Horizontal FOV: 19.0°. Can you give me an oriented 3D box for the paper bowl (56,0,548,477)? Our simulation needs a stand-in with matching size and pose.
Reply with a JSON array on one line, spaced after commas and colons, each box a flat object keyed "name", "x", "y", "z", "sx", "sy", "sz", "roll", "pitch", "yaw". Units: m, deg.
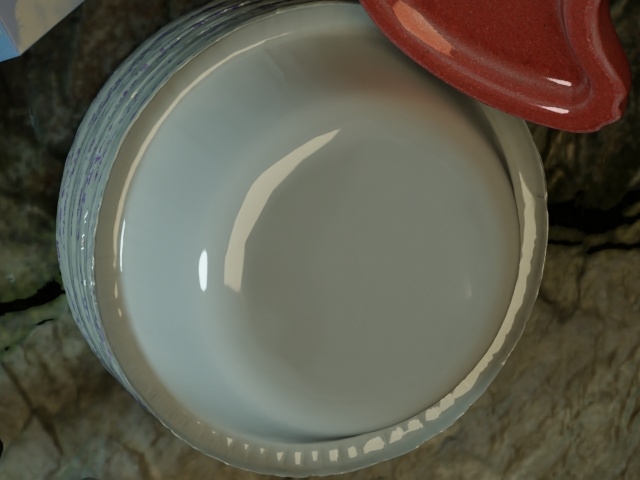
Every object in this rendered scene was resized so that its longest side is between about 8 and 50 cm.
[{"name": "paper bowl", "x": 0.000, "y": 0.000, "z": 1.110, "sx": 0.284, "sy": 0.148, "sz": 0.284, "roll": -6, "pitch": 106, "yaw": -21}]

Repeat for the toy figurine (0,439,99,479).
[{"name": "toy figurine", "x": -0.199, "y": 0.219, "z": 1.079, "sx": 0.209, "sy": 0.148, "sz": 0.213, "roll": 29, "pitch": 90, "yaw": -26}]

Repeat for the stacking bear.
[{"name": "stacking bear", "x": 0.144, "y": -0.229, "z": 1.076, "sx": 0.289, "sy": 0.164, "sz": 0.175, "roll": -58, "pitch": 155, "yaw": -35}]

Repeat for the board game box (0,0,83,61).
[{"name": "board game box", "x": -0.144, "y": -0.214, "z": 1.001, "sx": 0.211, "sy": 0.039, "sz": 0.160, "roll": -49, "pitch": 120, "yaw": -40}]
